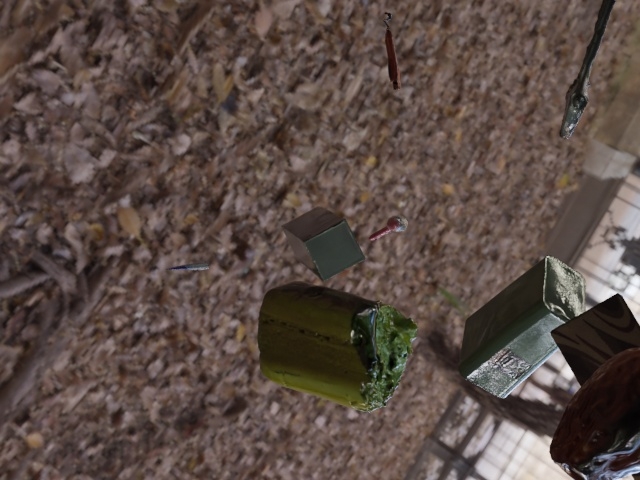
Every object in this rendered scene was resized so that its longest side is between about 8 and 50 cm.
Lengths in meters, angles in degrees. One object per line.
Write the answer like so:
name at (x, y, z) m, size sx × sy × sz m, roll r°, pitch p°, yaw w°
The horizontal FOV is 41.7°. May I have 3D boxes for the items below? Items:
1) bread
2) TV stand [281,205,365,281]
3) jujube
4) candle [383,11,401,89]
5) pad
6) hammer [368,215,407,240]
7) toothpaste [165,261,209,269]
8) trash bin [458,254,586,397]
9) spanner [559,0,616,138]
bread at (0.026, 0.227, 1.886) m, size 0.208 × 0.376 × 0.251 m, roll 3°, pitch 94°, yaw -48°
TV stand at (0.000, 0.000, 1.528) m, size 0.088 × 0.083 × 0.269 m, roll -27°, pitch -168°, yaw -7°
jujube at (0.447, 0.266, 1.234) m, size 0.236 × 0.168 × 0.168 m, roll -40°, pitch 157°, yaw -7°
candle at (0.153, -0.411, 1.821) m, size 0.026 × 0.021 × 0.167 m, roll -12°, pitch 98°, yaw -25°
pad at (0.553, 0.274, 1.504) m, size 0.004 × 0.330 × 0.220 m, roll -19°, pitch 163°, yaw -28°
hammer at (0.127, -0.021, 1.624) m, size 0.083 × 0.031 × 0.052 m, roll -29°, pitch 167°, yaw 27°
toothpaste at (-0.260, 0.052, 1.636) m, size 0.083 × 0.024 × 0.015 m, roll -5°, pitch 93°, yaw -22°
trash bin at (0.524, 0.221, 2.192) m, size 0.343 × 0.158 × 0.223 m, roll -54°, pitch -170°, yaw 43°
spanner at (0.391, -0.297, 1.172) m, size 0.093 × 0.026 × 0.326 m, roll 1°, pitch 108°, yaw -82°
